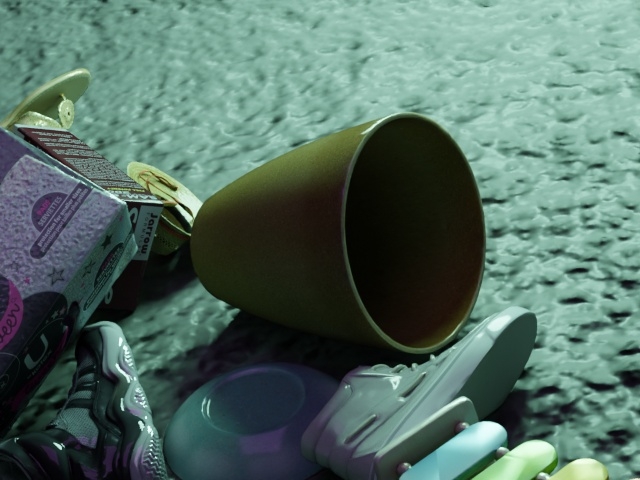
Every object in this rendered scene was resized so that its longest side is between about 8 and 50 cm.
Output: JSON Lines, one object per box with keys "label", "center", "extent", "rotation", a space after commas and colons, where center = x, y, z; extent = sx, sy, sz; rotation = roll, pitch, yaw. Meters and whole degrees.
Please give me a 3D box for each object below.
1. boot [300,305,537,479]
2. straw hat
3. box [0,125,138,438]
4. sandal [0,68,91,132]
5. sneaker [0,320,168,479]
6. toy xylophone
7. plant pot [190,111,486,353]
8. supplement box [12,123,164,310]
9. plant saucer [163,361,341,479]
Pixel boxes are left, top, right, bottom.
{"label": "boot", "center": [0.091, 0.133, 1.826], "extent": [0.123, 0.095, 0.258], "rotation": [22, 47, 31]}
{"label": "straw hat", "center": [-0.176, -0.019, 2.169], "extent": [0.061, 0.144, 0.144], "rotation": [-51, 31, 15]}
{"label": "box", "center": [-0.317, 0.043, 1.932], "extent": [0.163, 0.142, 0.247], "rotation": [31, 73, 11]}
{"label": "sandal", "center": [-0.365, -0.116, 2.391], "extent": [0.240, 0.088, 0.079], "rotation": [-32, 69, -17]}
{"label": "sneaker", "center": [-0.240, 0.178, 1.859], "extent": [0.153, 0.101, 0.268], "rotation": [-15, 36, -9]}
{"label": "toy xylophone", "center": [0.167, 0.264, 1.614], "extent": [0.323, 0.081, 0.236], "rotation": [22, 47, 38]}
{"label": "plant pot", "center": [0.000, 0.000, 1.974], "extent": [0.254, 0.237, 0.237], "rotation": [-5, 30, 40]}
{"label": "supplement box", "center": [-0.273, -0.028, 2.144], "extent": [0.073, 0.130, 0.239], "rotation": [4, 19, -38]}
{"label": "plant saucer", "center": [-0.061, 0.169, 1.879], "extent": [0.195, 0.037, 0.195], "rotation": [-8, 34, 5]}
